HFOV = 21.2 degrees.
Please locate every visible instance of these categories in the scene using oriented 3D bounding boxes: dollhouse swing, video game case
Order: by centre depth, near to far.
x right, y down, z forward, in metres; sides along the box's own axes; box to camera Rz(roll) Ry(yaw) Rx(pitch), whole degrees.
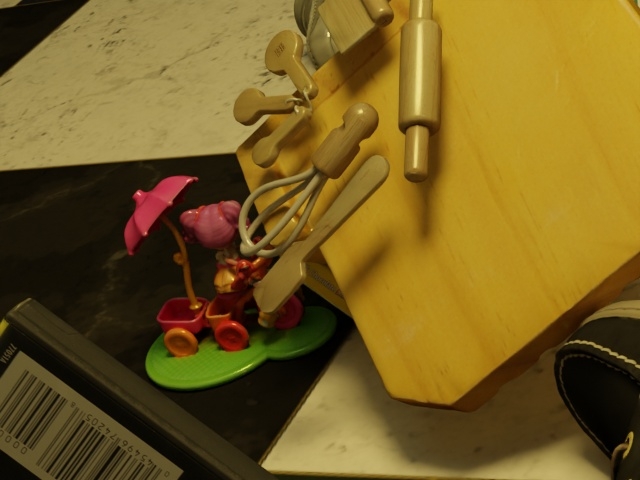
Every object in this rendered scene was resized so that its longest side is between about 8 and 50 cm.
[{"bbox_3d":[-0.105,0.205,0.850,0.248,0.275,0.035,-54,0,14],"label":"video game case"},{"bbox_3d":[0.168,-0.056,1.297,0.347,0.305,0.315,-42,-24,20],"label":"dollhouse swing"}]

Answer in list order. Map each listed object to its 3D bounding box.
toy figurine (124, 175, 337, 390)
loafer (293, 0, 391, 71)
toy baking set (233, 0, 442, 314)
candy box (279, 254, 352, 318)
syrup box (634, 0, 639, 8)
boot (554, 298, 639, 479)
[{"bbox_3d":[-0.089,0.020,1.399,0.173,0.159,0.130,-7,30,23],"label":"toy figurine"},{"bbox_3d":[0.025,-0.244,1.877,0.111,0.112,0.319,-16,19,19],"label":"loafer"},{"bbox_3d":[0.012,-0.076,1.246,0.197,0.030,0.256,-25,54,38],"label":"toy baking set"},{"bbox_3d":[0.000,0.000,1.440,0.027,0.105,0.206,-46,24,12],"label":"candy box"},{"bbox_3d":[0.247,-0.176,1.604,0.237,0.093,0.096,-12,28,16],"label":"syrup box"},{"bbox_3d":[0.162,0.186,0.958,0.284,0.138,0.377,-27,33,-13],"label":"boot"}]
